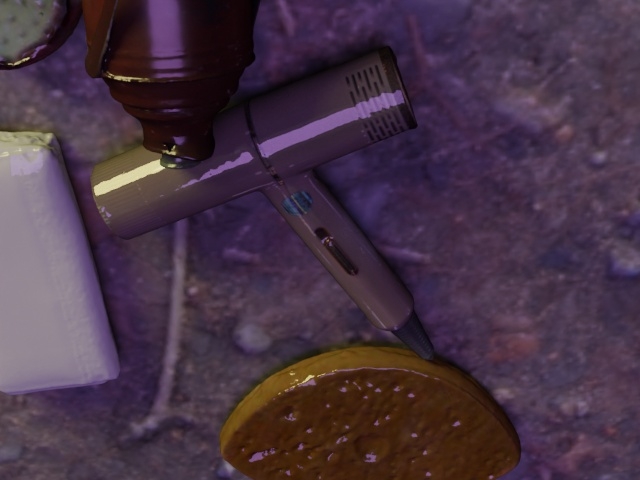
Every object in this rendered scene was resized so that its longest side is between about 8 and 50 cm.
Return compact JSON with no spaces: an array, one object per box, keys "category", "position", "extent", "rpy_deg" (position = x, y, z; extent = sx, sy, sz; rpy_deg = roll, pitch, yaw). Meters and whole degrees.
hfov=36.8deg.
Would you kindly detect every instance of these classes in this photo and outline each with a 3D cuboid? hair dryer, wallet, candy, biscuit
[{"category":"hair dryer","position":[-0.010,0.006,0.621],"extent":[0.195,0.053,0.220],"rpy_deg":[-20,124,10]},{"category":"wallet","position":[-0.193,0.017,0.623],"extent":[0.095,0.033,0.190],"rpy_deg":[-9,119,2]},{"category":"candy","position":[-0.180,-0.145,0.529],"extent":[0.103,0.043,0.103],"rpy_deg":[-1,119,-2]},{"category":"biscuit","position":[0.036,0.138,0.696],"extent":[0.221,0.029,0.142],"rpy_deg":[-1,120,0]}]

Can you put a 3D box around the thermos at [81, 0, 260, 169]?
[{"category":"thermos","position":[-0.083,-0.149,0.498],"extent":[0.099,0.124,0.232],"rpy_deg":[-22,124,-37]}]
